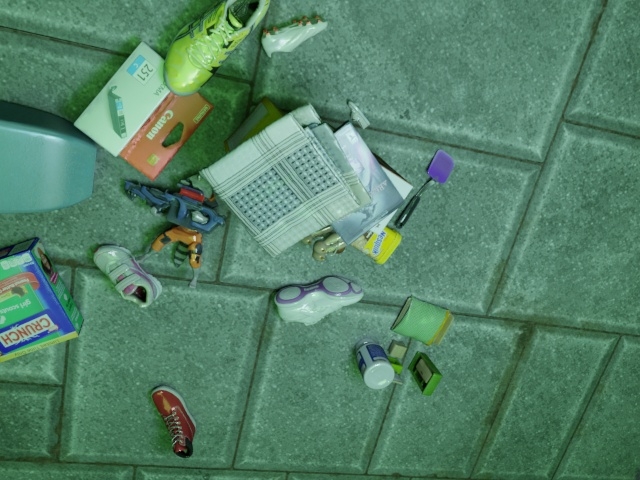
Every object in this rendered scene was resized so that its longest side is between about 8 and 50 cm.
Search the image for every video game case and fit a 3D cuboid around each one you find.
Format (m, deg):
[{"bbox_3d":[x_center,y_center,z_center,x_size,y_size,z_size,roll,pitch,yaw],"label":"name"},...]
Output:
[{"bbox_3d":[0.070,-0.140,1.403,0.196,0.026,0.274,-37,116,5],"label":"video game case"}]

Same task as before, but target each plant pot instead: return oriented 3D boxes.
[{"bbox_3d":[-0.751,-0.215,1.487,0.252,0.248,0.247,4,112,-30],"label":"plant pot"}]

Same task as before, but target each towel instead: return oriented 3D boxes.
[{"bbox_3d":[-0.076,-0.132,1.332,0.324,0.056,0.312,-30,118,13],"label":"towel"}]

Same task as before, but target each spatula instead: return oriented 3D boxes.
[{"bbox_3d":[0.343,-0.161,1.831,0.084,0.030,0.296,29,104,-23],"label":"spatula"}]

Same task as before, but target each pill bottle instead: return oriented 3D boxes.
[{"bbox_3d":[0.187,0.434,1.964,0.112,0.187,0.112,-4,113,-9],"label":"pill bottle"}]

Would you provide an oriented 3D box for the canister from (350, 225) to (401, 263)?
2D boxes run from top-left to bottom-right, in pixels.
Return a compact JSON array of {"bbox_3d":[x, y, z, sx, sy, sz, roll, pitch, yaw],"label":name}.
[{"bbox_3d":[0.167,-0.013,1.837,0.170,0.073,0.126,30,105,-19],"label":"canister"}]

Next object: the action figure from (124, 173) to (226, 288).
[{"bbox_3d":[-0.443,-0.065,1.683,0.341,0.178,0.330,29,100,10],"label":"action figure"}]

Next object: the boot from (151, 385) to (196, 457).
[{"bbox_3d":[-0.516,0.641,1.921,0.088,0.176,0.244,-27,114,3],"label":"boot"}]

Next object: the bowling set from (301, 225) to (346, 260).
[{"bbox_3d":[0.000,0.000,1.718,0.154,0.287,0.200,-29,129,-8],"label":"bowling set"}]

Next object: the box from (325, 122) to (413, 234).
[{"bbox_3d":[0.089,-0.190,1.597,0.215,0.345,0.168,29,104,-21],"label":"box"}]

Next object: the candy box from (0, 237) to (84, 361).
[{"bbox_3d":[-0.928,0.187,1.678,0.268,0.122,0.317,-19,116,-3],"label":"candy box"}]

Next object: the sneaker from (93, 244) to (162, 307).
[{"bbox_3d":[-0.604,0.115,1.717,0.103,0.111,0.252,-43,113,8],"label":"sneaker"}]

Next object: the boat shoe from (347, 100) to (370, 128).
[{"bbox_3d":[0.111,-0.385,1.691,0.035,0.035,0.100,-42,120,5],"label":"boat shoe"}]

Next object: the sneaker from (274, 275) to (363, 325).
[{"bbox_3d":[-0.003,0.213,1.894,0.305,0.114,0.152,-8,127,-3],"label":"sneaker"}]

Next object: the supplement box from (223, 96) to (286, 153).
[{"bbox_3d":[-0.126,-0.239,1.525,0.195,0.356,0.194,40,100,-25],"label":"supplement box"}]

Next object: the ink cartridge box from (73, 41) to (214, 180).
[{"bbox_3d":[-0.487,-0.354,1.542,0.261,0.066,0.296,39,90,-22],"label":"ink cartridge box"}]

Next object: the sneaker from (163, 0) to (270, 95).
[{"bbox_3d":[-0.283,-0.551,1.456,0.145,0.147,0.385,38,91,-23],"label":"sneaker"}]

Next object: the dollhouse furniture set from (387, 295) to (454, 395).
[{"bbox_3d":[0.363,0.383,1.995,0.197,0.151,0.302,19,107,-19],"label":"dollhouse furniture set"}]

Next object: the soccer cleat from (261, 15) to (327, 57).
[{"bbox_3d":[-0.072,-0.582,1.560,0.196,0.068,0.076,-17,130,-2],"label":"soccer cleat"}]
